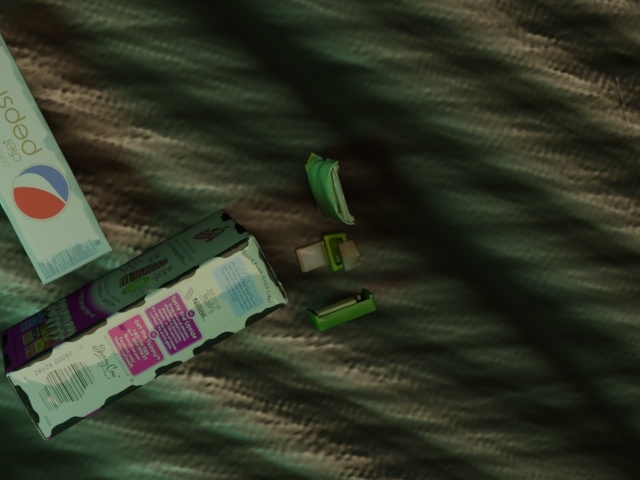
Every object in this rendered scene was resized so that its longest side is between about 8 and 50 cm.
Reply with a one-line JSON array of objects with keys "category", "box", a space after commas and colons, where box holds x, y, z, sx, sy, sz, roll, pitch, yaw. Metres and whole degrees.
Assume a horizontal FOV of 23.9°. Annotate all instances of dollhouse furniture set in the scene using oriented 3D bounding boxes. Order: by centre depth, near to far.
[{"category": "dollhouse furniture set", "box": [0.000, 0.000, 1.382, 0.059, 0.076, 0.151, -19, 103, -10]}]

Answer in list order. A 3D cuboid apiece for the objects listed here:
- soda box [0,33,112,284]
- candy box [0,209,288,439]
[{"category": "soda box", "box": [-0.261, -0.074, 1.313, 0.069, 0.074, 0.216, -27, 103, -8]}, {"category": "candy box", "box": [-0.157, 0.068, 1.314, 0.233, 0.159, 0.071, -30, 105, -6]}]
